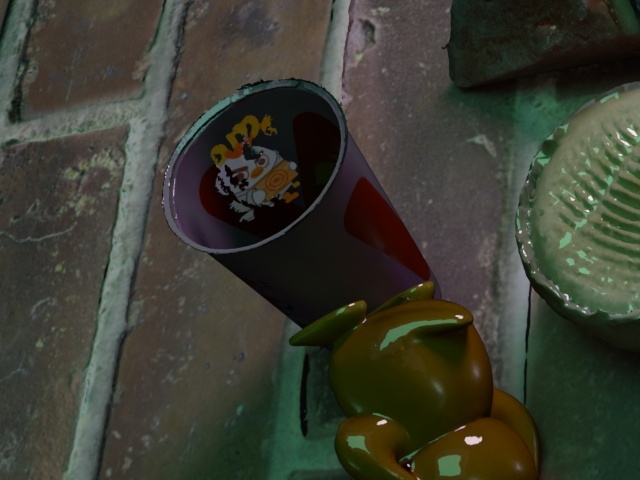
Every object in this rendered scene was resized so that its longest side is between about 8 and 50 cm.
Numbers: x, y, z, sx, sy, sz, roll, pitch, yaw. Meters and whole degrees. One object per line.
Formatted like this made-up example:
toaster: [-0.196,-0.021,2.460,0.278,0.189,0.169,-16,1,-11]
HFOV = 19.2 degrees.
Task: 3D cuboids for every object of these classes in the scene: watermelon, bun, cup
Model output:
watermelon: [0.279,-0.289,2.018,0.250,0.292,0.283,-15,68,-29]
bun: [0.310,-0.014,1.765,0.259,0.152,0.259,-15,62,31]
cup: [0.000,0.000,1.856,0.203,0.288,0.203,-17,50,21]

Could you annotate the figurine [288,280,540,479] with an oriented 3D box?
figurine: [0.097,0.158,1.744,0.215,0.215,0.228,-6,98,29]
